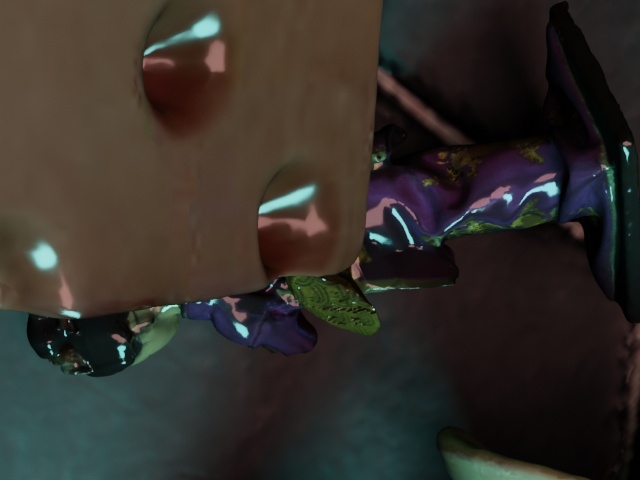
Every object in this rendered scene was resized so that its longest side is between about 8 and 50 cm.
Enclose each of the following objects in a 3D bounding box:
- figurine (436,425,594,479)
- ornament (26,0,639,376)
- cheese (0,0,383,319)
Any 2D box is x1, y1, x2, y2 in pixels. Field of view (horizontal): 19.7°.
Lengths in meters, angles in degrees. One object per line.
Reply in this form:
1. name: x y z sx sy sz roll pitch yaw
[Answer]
1. figurine: 0.204 0.115 0.631 0.332 0.185 0.204 -19 71 -8
2. ornament: 0.005 0.005 0.609 0.203 0.088 0.081 -21 131 1
3. cheese: -0.092 -0.039 0.477 0.203 0.177 0.128 7 101 5
